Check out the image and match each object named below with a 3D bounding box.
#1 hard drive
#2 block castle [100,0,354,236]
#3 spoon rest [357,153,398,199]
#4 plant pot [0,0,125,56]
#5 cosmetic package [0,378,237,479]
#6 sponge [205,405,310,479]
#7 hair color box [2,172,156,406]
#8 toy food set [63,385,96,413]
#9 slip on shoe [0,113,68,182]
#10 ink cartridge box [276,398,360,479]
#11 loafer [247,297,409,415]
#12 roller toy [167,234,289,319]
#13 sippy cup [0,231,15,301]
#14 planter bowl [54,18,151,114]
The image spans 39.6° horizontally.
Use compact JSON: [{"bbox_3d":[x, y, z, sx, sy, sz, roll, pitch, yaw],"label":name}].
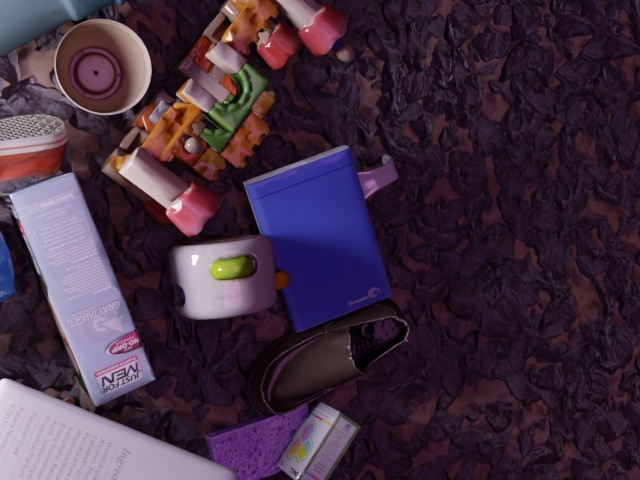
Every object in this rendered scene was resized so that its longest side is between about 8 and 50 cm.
[{"bbox_3d":[0.000,0.000,1.719,0.210,0.040,0.319,-21,112,-8],"label":"hard drive"},{"bbox_3d":[-0.160,-0.224,1.549,0.213,0.303,0.453,38,80,-21],"label":"block castle"},{"bbox_3d":[0.040,-0.099,1.757,0.276,0.084,0.137,-25,102,-20],"label":"spoon rest"},{"bbox_3d":[-0.540,-0.427,1.384,0.334,0.341,0.341,-37,106,-8],"label":"plant pot"},{"bbox_3d":[-0.398,0.456,1.414,0.393,0.329,0.327,25,67,-12],"label":"cosmetic package"},{"bbox_3d":[-0.112,0.406,1.752,0.210,0.031,0.117,-15,100,-22],"label":"sponge"},{"bbox_3d":[-0.417,0.077,1.524,0.113,0.185,0.374,-24,102,-20],"label":"hair color box"},{"bbox_3d":[-0.435,0.331,1.621,0.078,0.019,0.122,-27,103,-19],"label":"toy food set"},{"bbox_3d":[-0.578,-0.130,1.450,0.331,0.123,0.101,-12,129,-26],"label":"slip on shoe"},{"bbox_3d":[-0.019,0.420,1.716,0.062,0.109,0.209,37,79,-20],"label":"ink cartridge box"},{"bbox_3d":[0.022,0.221,1.743,0.366,0.130,0.134,-32,105,-17],"label":"loafer"},{"bbox_3d":[-0.175,0.071,1.622,0.209,0.191,0.146,-17,102,-65],"label":"roller toy"},{"bbox_3d":[-0.625,0.047,1.428,0.224,0.240,0.305,-21,110,-31],"label":"sippy cup"},{"bbox_3d":[-0.386,-0.298,1.555,0.162,0.109,0.162,-2,94,-22],"label":"planter bowl"}]
